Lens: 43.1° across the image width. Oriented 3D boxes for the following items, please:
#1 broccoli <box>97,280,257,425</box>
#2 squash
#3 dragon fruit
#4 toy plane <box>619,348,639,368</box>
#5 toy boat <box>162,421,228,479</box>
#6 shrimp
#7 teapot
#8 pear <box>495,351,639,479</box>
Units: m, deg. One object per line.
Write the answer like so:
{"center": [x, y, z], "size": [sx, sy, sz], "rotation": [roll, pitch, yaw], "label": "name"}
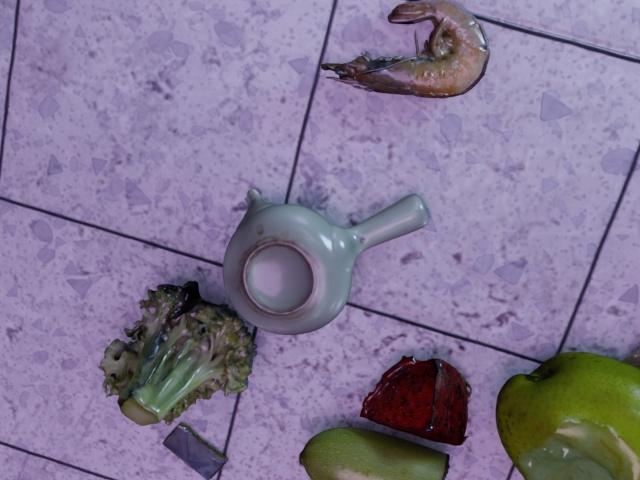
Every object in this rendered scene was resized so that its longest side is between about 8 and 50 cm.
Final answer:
{"center": [-0.253, 0.195, 1.324], "size": [0.263, 0.243, 0.247], "rotation": [11, 123, 12], "label": "broccoli"}
{"center": [0.086, 0.390, 1.390], "size": [0.247, 0.132, 0.133], "rotation": [18, 110, 5], "label": "squash"}
{"center": [0.163, 0.271, 1.371], "size": [0.161, 0.121, 0.127], "rotation": [-2, 153, 36], "label": "dragon fruit"}
{"center": [0.597, 0.221, 1.255], "size": [0.244, 0.092, 0.229], "rotation": [34, 109, 14], "label": "toy plane"}
{"center": [-0.232, 0.392, 1.506], "size": [0.115, 0.016, 0.063], "rotation": [40, 110, -4], "label": "toy boat"}
{"center": [0.125, -0.282, 1.209], "size": [0.251, 0.052, 0.144], "rotation": [-1, 97, 3], "label": "shrimp"}
{"center": [0.007, 0.037, 1.277], "size": [0.318, 0.149, 0.220], "rotation": [3, 102, 10], "label": "teapot"}
{"center": [0.399, 0.303, 1.262], "size": [0.292, 0.159, 0.292], "rotation": [15, 119, 28], "label": "pear"}
